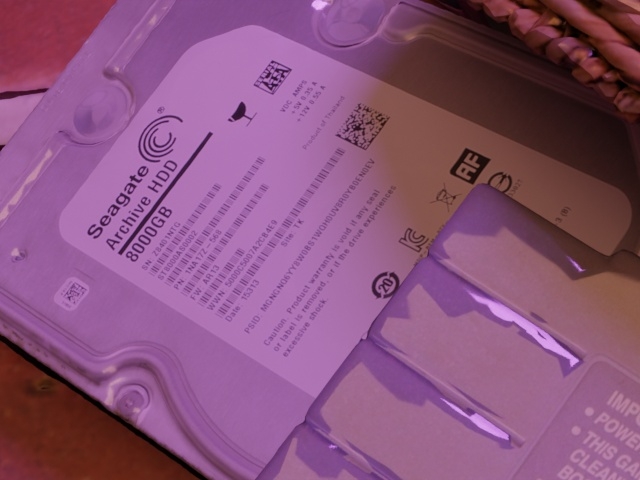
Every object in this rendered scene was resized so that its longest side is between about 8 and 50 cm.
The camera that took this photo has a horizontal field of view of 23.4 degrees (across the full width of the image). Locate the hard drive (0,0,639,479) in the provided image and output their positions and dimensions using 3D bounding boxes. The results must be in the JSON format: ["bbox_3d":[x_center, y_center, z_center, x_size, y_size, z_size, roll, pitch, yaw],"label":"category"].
[{"bbox_3d":[0.000,0.000,0.686,0.339,0.064,0.237,29,77,35],"label":"hard drive"}]

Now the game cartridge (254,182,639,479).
[{"bbox_3d":[0.136,0.158,0.498,0.355,0.068,0.230,34,76,20],"label":"game cartridge"}]

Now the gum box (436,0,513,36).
[{"bbox_3d":[0.105,-0.189,0.741,0.188,0.062,0.107,-42,54,-2],"label":"gum box"}]

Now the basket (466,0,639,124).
[{"bbox_3d":[0.186,-0.140,0.535,0.299,0.213,0.223,44,116,39],"label":"basket"}]
